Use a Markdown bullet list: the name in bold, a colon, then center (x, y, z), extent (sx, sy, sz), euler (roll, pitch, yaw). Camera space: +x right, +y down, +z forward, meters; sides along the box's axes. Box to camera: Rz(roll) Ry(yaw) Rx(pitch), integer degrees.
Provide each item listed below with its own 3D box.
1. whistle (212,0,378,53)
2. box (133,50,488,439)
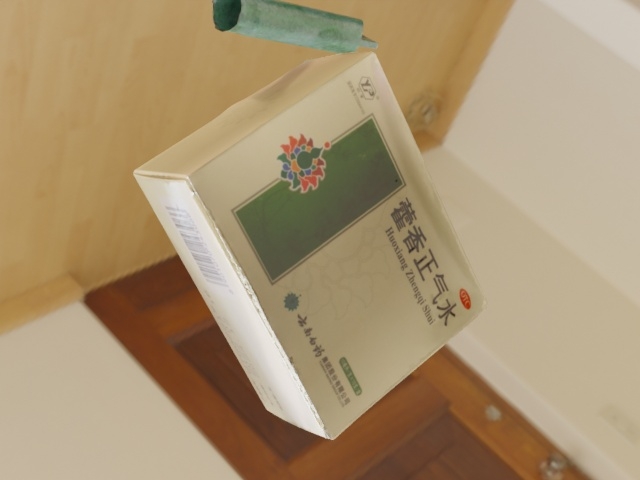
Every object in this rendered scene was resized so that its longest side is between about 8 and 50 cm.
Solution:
- **whistle**: center (-0.017, -0.193, 0.908), extent (0.186, 0.039, 0.039), euler (-2, 131, -49)
- **box**: center (0.000, 0.000, 0.710), extent (0.168, 0.095, 0.212), euler (-38, 113, -25)
